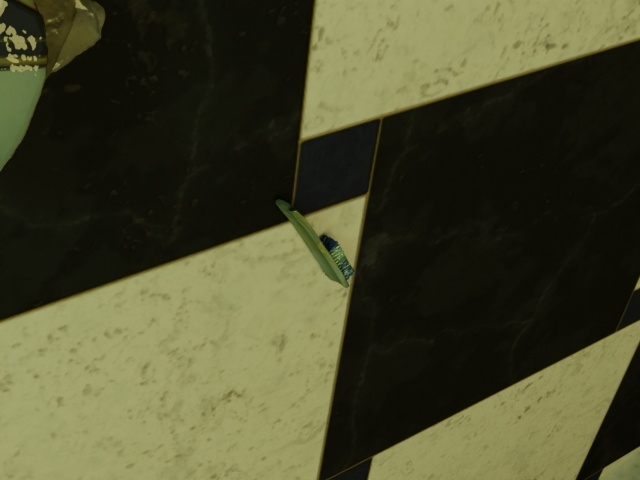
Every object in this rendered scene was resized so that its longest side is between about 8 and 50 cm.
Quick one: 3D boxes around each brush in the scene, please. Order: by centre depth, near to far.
[{"bbox_3d":[0.000,0.000,1.068,0.030,0.033,0.178,-45,145,-8],"label":"brush"}]

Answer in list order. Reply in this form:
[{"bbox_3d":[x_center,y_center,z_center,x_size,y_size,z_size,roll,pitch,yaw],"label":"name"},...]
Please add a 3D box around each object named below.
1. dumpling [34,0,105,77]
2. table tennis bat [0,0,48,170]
[{"bbox_3d":[-0.303,-0.100,0.643,0.332,0.086,0.166,-3,125,-37],"label":"dumpling"},{"bbox_3d":[-0.240,-0.152,0.611,0.173,0.022,0.301,27,87,-40],"label":"table tennis bat"}]
